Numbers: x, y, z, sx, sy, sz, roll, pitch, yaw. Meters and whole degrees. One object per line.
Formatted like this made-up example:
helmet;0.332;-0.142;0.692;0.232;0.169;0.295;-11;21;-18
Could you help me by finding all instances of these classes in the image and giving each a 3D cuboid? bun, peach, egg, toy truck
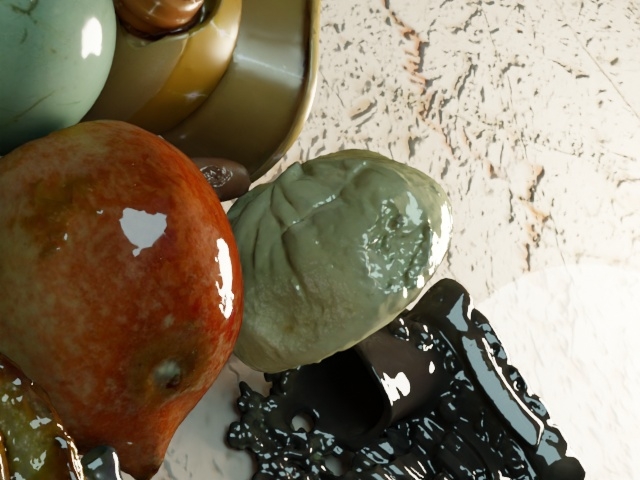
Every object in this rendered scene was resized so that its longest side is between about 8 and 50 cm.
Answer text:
bun;0.000;0.000;1.450;0.134;0.220;0.220;52;42;-17
peach;-0.158;0.049;1.287;0.232;0.232;0.256;-21;83;-46
egg;-0.233;-0.148;1.297;0.168;0.231;0.168;5;77;-19
toy truck;-0.133;-0.196;1.481;0.212;0.204;0.288;18;51;-36

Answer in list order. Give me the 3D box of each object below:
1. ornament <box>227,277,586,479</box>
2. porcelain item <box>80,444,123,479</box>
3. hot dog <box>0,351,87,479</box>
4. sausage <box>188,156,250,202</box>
ornament;0.065;0.179;1.492;0.260;0.106;0.251;-32;83;-42
porcelain item;-0.123;0.243;1.245;0.081;0.069;0.215;-32;109;-30
hot dog;-0.228;0.190;1.150;0.175;0.114;0.259;-33;109;-53
sausage;-0.147;-0.039;1.421;0.186;0.043;0.043;-9;66;-8
